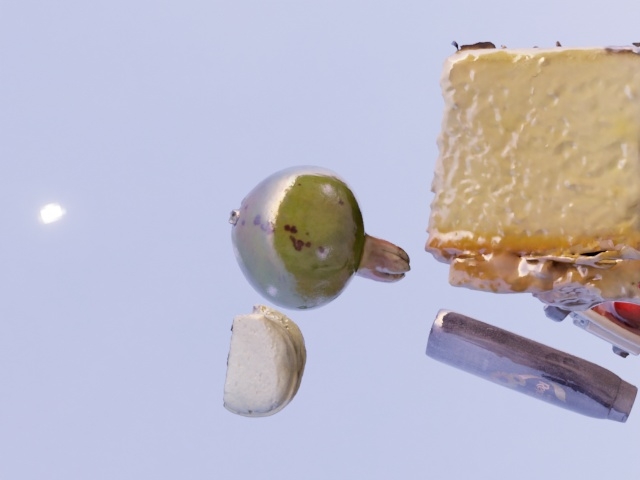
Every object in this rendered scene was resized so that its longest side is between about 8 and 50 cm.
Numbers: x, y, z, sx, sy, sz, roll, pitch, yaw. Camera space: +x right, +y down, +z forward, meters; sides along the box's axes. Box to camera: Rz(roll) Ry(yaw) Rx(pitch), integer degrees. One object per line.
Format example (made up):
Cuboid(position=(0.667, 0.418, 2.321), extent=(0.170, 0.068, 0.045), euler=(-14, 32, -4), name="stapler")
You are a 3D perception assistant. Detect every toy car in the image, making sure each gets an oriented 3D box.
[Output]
Cuboid(position=(0.228, 0.026, 1.209), extent=(0.112, 0.139, 0.112), euler=(27, -89, -4), name="toy car")

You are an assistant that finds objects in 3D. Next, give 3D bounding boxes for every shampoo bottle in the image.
Cuboid(position=(0.232, 0.141, 1.808), extent=(0.087, 0.233, 0.049), euler=(95, -162, -59), name="shampoo bottle")

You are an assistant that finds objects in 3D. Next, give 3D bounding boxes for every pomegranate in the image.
Cuboid(position=(-0.002, -0.003, 0.813), extent=(0.084, 0.073, 0.073), euler=(-4, -98, -31), name="pomegranate")

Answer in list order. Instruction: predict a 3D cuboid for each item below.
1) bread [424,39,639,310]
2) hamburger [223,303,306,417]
Cuboid(position=(0.134, -0.038, 0.913), extent=(0.152, 0.127, 0.147), euler=(-10, -76, -71), name="bread")
Cuboid(position=(-0.055, 0.135, 1.758), extent=(0.054, 0.084, 0.121), euler=(1, -76, -63), name="hamburger")
